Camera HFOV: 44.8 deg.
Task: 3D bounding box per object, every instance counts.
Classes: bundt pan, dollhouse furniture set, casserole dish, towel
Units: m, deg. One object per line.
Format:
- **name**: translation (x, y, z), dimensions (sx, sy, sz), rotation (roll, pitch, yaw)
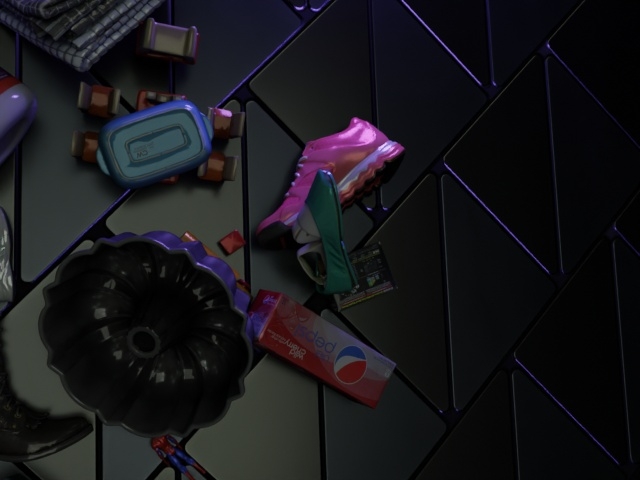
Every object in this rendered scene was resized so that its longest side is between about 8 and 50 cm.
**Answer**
- **bundt pan**: translation (-0.247, 0.128, 1.184), dimensions (0.330, 0.124, 0.331), rotation (4, 111, 9)
- **dollhouse furniture set**: translation (-0.265, -0.226, 1.300), dimensions (0.262, 0.135, 0.259), rotation (8, 92, -16)
- **casserole dish**: translation (-0.258, -0.152, 1.218), dimensions (0.188, 0.037, 0.114), rotation (-21, 99, -12)
- **towel**: translation (-0.373, -0.430, 1.225), dimensions (0.235, 0.121, 0.284), rotation (35, 73, 29)

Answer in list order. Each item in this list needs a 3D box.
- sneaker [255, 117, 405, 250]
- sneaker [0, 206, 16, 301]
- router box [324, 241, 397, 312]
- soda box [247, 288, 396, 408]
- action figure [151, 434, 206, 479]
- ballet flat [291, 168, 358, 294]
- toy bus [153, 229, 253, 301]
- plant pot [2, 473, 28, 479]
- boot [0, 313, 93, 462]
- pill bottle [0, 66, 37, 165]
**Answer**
- **sneaker**: translation (-0.004, -0.102, 1.369), dimensions (0.314, 0.116, 0.136), rotation (-37, 74, -17)
- **sneaker**: translation (-0.511, 0.022, 1.212), dimensions (0.061, 0.053, 0.152), rotation (-3, 84, -14)
- **router box**: translation (0.065, 0.066, 1.388), dimensions (0.122, 0.038, 0.092), rotation (-20, 88, -18)
- **soda box**: translation (-0.004, 0.182, 1.295), dimensions (0.263, 0.083, 0.092), rotation (34, 75, -27)
- **action figure**: translation (-0.239, 0.348, 1.265), dimensions (0.115, 0.030, 0.038), rotation (44, 68, -2)
- **ballet flat**: translation (0.000, 0.000, 1.261), dimensions (0.087, 0.083, 0.247), rotation (-20, 130, -7)
- **toy bus**: translation (-0.181, 0.077, 1.277), dimensions (0.202, 0.104, 0.191), rotation (-5, 85, -17)
- **plant pot**: translation (-0.424, 0.467, 1.132), dimensions (0.165, 0.166, 0.234), rotation (-37, 86, -18)
- **boot**: translation (-0.488, 0.218, 1.174), dimensions (0.263, 0.091, 0.229), rotation (-6, 85, -15)
- **pill bottle**: translation (-0.602, -0.240, 1.150), dimensions (0.323, 0.181, 0.181), rotation (36, 75, -9)
